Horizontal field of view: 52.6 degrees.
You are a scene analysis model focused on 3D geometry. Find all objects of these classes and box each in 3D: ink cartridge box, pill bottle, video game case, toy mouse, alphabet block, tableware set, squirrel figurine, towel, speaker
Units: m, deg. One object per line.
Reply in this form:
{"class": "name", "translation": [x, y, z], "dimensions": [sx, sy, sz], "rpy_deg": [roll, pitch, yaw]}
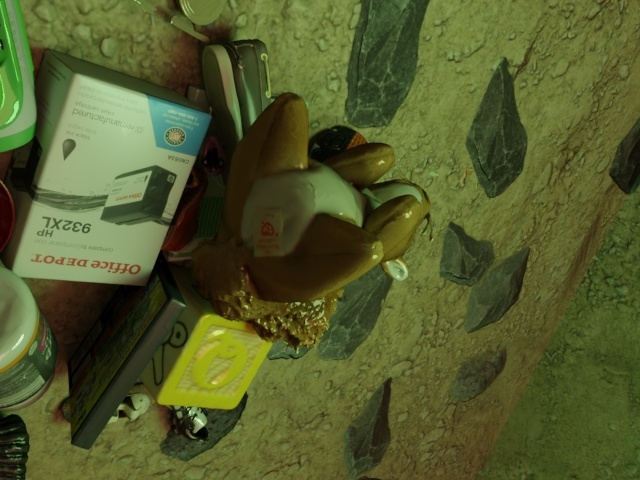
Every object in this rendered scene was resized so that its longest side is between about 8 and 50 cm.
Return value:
{"class": "ink cartridge box", "translation": [-0.334, -0.096, 0.983], "dimensions": [0.223, 0.129, 0.307], "rpy_deg": [10, 111, -45]}
{"class": "pill bottle", "translation": [-0.476, 0.154, 0.940], "dimensions": [0.162, 0.162, 0.278], "rpy_deg": [-29, 164, -23]}
{"class": "video game case", "translation": [-0.332, 0.164, 1.078], "dimensions": [0.035, 0.248, 0.275], "rpy_deg": [33, 94, -29]}
{"class": "toy mouse", "translation": [-0.192, -0.151, 1.052], "dimensions": [0.031, 0.161, 0.143], "rpy_deg": [-8, 126, -56]}
{"class": "alphabet block", "translation": [-0.233, 0.178, 1.209], "dimensions": [0.193, 0.197, 0.192], "rpy_deg": [18, 105, -47]}
{"class": "tableware set", "translation": [-0.223, -0.386, 0.952], "dimensions": [0.194, 0.039, 0.128], "rpy_deg": [18, 93, -52]}
{"class": "squirrel figurine", "translation": [0.000, 0.000, 1.089], "dimensions": [0.397, 0.281, 0.370], "rpy_deg": [-44, 159, 25]}
{"class": "towel", "translation": [-0.157, -0.114, 1.196], "dimensions": [0.248, 0.038, 0.325], "rpy_deg": [-4, 120, -39]}
{"class": "speaker", "translation": [-0.433, -0.261, 0.786], "dimensions": [0.131, 0.131, 0.296], "rpy_deg": [-20, 129, -30]}

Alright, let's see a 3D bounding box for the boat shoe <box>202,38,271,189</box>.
{"class": "boat shoe", "translation": [-0.120, -0.171, 1.089], "dimensions": [0.097, 0.116, 0.324], "rpy_deg": [-21, 121, -24]}

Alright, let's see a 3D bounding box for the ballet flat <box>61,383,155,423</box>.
{"class": "ballet flat", "translation": [-0.397, 0.330, 1.266], "dimensions": [0.206, 0.067, 0.073], "rpy_deg": [-4, 118, -40]}

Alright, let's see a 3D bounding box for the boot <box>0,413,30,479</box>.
{"class": "boot", "translation": [-0.596, 0.313, 1.028], "dimensions": [0.260, 0.131, 0.348], "rpy_deg": [5, 125, -35]}

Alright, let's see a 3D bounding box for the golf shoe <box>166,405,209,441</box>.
{"class": "golf shoe", "translation": [-0.275, 0.346, 1.357], "dimensions": [0.077, 0.094, 0.198], "rpy_deg": [-44, 143, -37]}

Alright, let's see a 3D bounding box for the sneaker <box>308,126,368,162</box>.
{"class": "sneaker", "translation": [-0.003, -0.118, 1.300], "dimensions": [0.262, 0.099, 0.121], "rpy_deg": [-51, 176, -23]}

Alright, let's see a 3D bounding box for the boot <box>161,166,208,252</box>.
{"class": "boot", "translation": [-0.234, -0.050, 1.121], "dimensions": [0.158, 0.059, 0.084], "rpy_deg": [-58, 151, 0]}

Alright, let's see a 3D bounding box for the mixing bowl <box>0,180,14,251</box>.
{"class": "mixing bowl", "translation": [-0.523, -0.045, 0.876], "dimensions": [0.181, 0.098, 0.181], "rpy_deg": [-22, 129, -29]}
